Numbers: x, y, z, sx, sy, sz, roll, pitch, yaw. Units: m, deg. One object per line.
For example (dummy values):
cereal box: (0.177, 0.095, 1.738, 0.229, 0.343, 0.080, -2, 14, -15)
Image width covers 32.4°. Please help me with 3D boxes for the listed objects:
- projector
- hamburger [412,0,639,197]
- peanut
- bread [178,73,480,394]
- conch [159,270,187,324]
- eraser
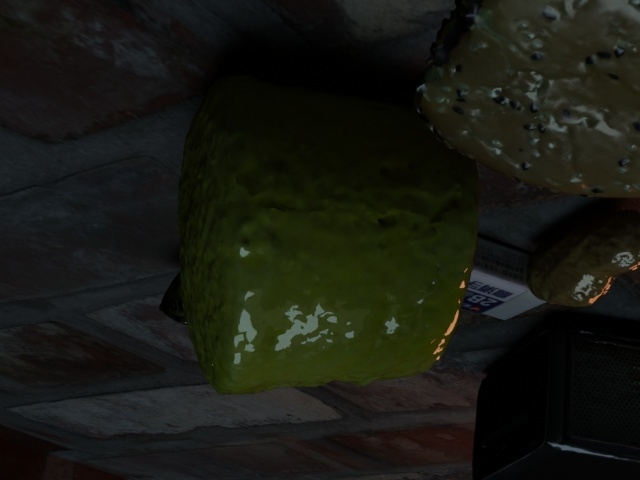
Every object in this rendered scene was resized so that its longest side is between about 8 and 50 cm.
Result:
projector: (0.503, 0.314, 1.882, 0.405, 0.242, 0.395, 10, 157, -7)
hamburger: (0.244, -0.172, 0.879, 0.276, 0.195, 0.318, 24, 150, -3)
peanut: (0.353, 0.026, 1.441, 0.095, 0.108, 0.226, 6, 155, -24)
bread: (0.000, 0.000, 1.202, 0.307, 0.348, 0.348, 4, 156, -13)
conch: (-0.126, 0.082, 1.651, 0.187, 0.124, 0.181, 15, 177, 41)
eraser: (0.216, 0.049, 1.564, 0.210, 0.068, 0.124, 18, 150, -26)
